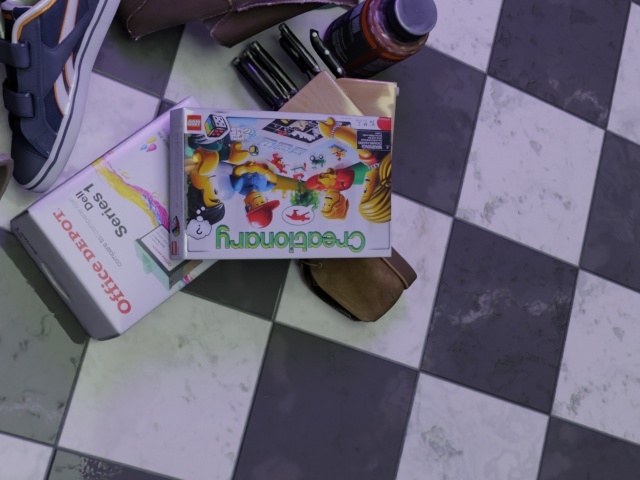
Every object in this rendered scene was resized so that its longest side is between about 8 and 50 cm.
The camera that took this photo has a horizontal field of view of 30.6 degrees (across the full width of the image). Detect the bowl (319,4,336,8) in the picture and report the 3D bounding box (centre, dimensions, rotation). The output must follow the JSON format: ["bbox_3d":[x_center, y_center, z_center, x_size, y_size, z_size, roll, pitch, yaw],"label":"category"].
[{"bbox_3d":[0.005,-0.514,1.715,0.312,0.163,0.311,4,80,-25],"label":"bowl"}]

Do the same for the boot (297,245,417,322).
[{"bbox_3d":[0.000,0.000,1.673,0.305,0.112,0.115,43,77,-17],"label":"boot"}]

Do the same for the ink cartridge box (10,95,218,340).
[{"bbox_3d":[-0.234,-0.028,1.549,0.278,0.117,0.201,-39,100,-25],"label":"ink cartridge box"}]

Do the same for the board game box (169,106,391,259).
[{"bbox_3d":[-0.048,-0.072,1.542,0.305,0.053,0.192,-1,91,-27],"label":"board game box"}]

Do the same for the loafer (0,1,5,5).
[{"bbox_3d":[-0.416,-0.289,1.529,0.170,0.061,0.062,-8,86,-27],"label":"loafer"}]

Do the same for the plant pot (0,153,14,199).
[{"bbox_3d":[-0.567,-0.046,1.301,0.305,0.334,0.333,36,68,-5],"label":"plant pot"}]

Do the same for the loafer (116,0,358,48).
[{"bbox_3d":[-0.113,-0.334,1.615,0.366,0.134,0.130,0,110,4],"label":"loafer"}]

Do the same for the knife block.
[{"bbox_3d":[-0.014,-0.167,1.676,0.242,0.088,0.275,4,93,1],"label":"knife block"}]

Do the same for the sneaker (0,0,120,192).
[{"bbox_3d":[-0.358,-0.225,1.478,0.128,0.126,0.321,15,95,-38],"label":"sneaker"}]

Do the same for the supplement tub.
[{"bbox_3d":[0.090,-0.305,1.705,0.106,0.198,0.106,4,82,-26],"label":"supplement tub"}]
